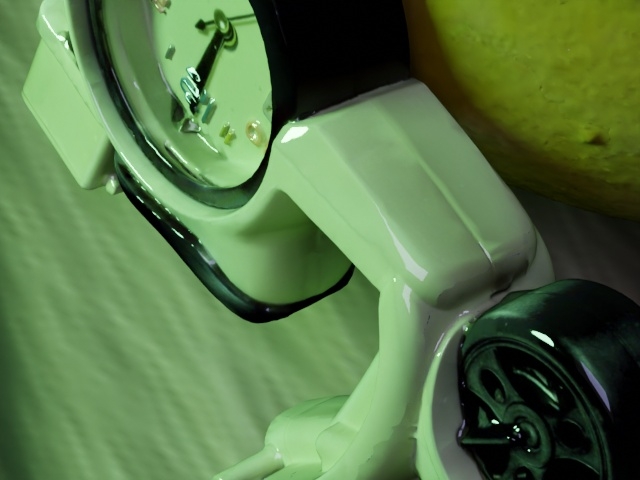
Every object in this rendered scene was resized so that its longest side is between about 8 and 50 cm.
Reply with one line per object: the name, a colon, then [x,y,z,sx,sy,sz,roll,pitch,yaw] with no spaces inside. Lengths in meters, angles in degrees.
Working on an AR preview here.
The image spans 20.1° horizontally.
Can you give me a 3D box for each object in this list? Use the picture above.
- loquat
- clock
loquat: [0.149,-0.140,0.866,0.275,0.275,0.275,-1,77,3]
clock: [0.000,0.000,0.848,0.120,0.276,0.379,-21,71,-33]
